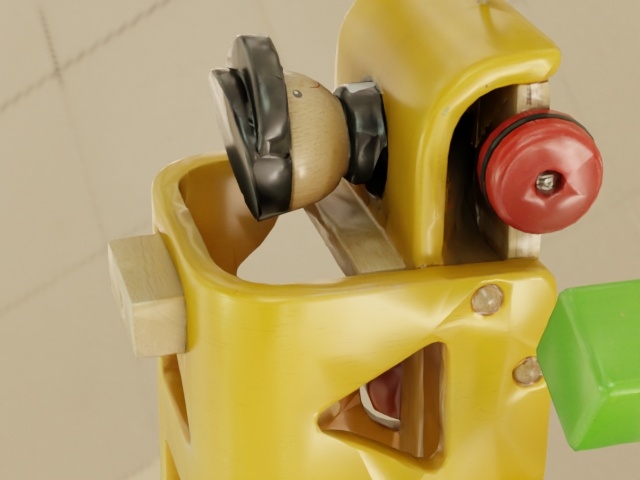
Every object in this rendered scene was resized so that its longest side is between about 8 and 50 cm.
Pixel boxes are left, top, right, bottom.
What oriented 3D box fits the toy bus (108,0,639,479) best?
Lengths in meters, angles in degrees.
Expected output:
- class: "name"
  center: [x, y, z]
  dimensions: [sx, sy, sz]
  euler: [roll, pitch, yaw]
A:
- class: "toy bus"
  center: [0.001, 0.013, 0.416]
  dimensions: [0.104, 0.191, 0.202]
  euler: [-7, 71, -15]
